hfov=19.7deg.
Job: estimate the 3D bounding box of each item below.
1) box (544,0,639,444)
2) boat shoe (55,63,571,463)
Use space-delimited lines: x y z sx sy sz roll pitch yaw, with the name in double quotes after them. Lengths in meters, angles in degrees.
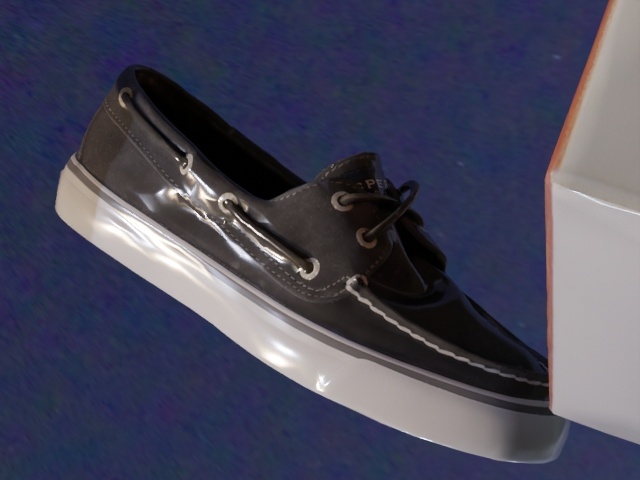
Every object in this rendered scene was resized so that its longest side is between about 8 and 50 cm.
0.189 -0.109 0.471 0.168 0.215 0.345 18 -105 12 "box"
0.000 0.000 0.669 0.080 0.228 0.076 2 -66 -54 "boat shoe"
